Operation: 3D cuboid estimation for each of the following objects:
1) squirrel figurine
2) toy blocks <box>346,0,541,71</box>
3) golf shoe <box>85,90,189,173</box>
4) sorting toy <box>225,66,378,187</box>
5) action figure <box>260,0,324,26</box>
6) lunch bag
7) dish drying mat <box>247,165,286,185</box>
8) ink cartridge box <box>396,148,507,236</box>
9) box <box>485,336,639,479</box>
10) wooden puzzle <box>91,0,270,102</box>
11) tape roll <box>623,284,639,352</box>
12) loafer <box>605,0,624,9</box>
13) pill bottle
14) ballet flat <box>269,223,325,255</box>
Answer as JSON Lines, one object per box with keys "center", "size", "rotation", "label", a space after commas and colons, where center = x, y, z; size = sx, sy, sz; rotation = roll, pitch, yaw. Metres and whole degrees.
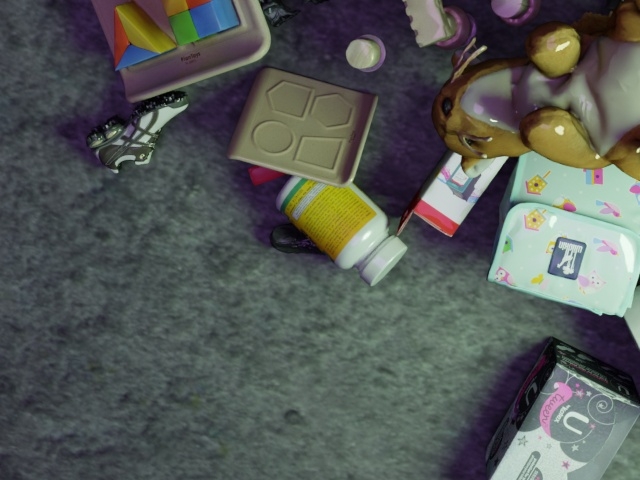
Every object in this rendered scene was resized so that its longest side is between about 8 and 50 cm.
{"center": [0.359, -0.193, 1.461], "size": [0.370, 0.397, 0.281], "rotation": [-9, 94, 35], "label": "squirrel figurine"}
{"center": [0.142, -0.409, 1.559], "size": [0.308, 0.260, 0.289], "rotation": [-19, 95, 21], "label": "toy blocks"}
{"center": [-0.292, -0.182, 1.765], "size": [0.198, 0.077, 0.094], "rotation": [-24, 110, 19], "label": "golf shoe"}
{"center": [-0.028, -0.180, 1.689], "size": [0.208, 0.193, 0.038], "rotation": [13, 148, 7], "label": "sorting toy"}
{"center": [-0.089, -0.475, 1.630], "size": [0.164, 0.141, 0.276], "rotation": [-27, 90, 19], "label": "action figure"}
{"center": [0.384, -0.027, 1.613], "size": [0.223, 0.160, 0.262], "rotation": [15, 71, 6], "label": "lunch bag"}
{"center": [-0.080, -0.120, 1.777], "size": [0.083, 0.008, 0.032], "rotation": [-19, 101, 12], "label": "dish drying mat"}
{"center": [0.217, -0.095, 1.677], "size": [0.078, 0.134, 0.231], "rotation": [34, 106, -1], "label": "ink cartridge box"}
{"center": [0.396, 0.315, 1.744], "size": [0.163, 0.142, 0.247], "rotation": [26, 105, 1], "label": "box"}
{"center": [-0.261, -0.409, 1.633], "size": [0.322, 0.080, 0.348], "rotation": [-11, 101, 38], "label": "wooden puzzle"}
{"center": [0.584, 0.162, 1.630], "size": [0.169, 0.246, 0.246], "rotation": [-25, 99, 13], "label": "tape roll"}
{"center": [0.466, -0.372, 1.616], "size": [0.061, 0.062, 0.170], "rotation": [-27, 97, 18], "label": "loafer"}
{"center": [0.037, -0.028, 1.706], "size": [0.208, 0.117, 0.117], "rotation": [44, 105, 9], "label": "pill bottle"}
{"center": [0.000, 0.000, 1.784], "size": [0.173, 0.049, 0.058], "rotation": [7, 73, 2], "label": "ballet flat"}
